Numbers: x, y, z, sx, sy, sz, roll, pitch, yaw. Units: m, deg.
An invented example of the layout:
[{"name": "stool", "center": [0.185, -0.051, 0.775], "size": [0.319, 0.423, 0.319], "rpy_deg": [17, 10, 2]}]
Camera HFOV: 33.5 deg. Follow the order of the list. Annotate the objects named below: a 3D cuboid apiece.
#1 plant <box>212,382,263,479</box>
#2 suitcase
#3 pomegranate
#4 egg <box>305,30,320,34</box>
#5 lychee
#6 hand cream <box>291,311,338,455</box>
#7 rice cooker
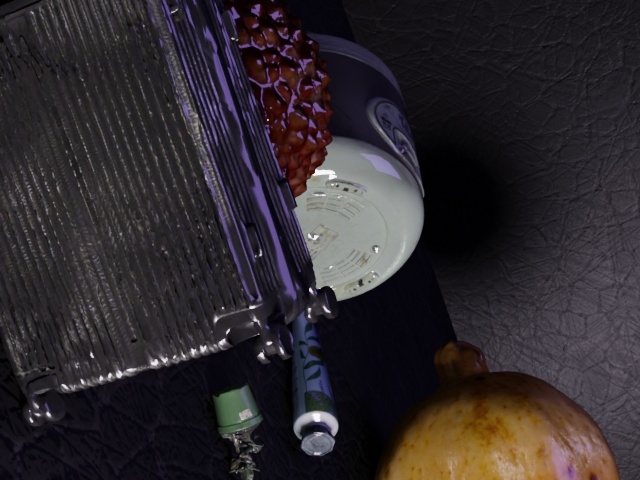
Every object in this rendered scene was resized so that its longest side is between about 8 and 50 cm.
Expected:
[{"name": "plant", "center": [-0.082, 0.206, 1.135], "size": [0.051, 0.051, 0.102], "rpy_deg": [-21, 96, -76]}, {"name": "suitcase", "center": [-0.155, -0.055, 0.814], "size": [0.152, 0.229, 0.335], "rpy_deg": [-34, 106, -72]}, {"name": "pomegranate", "center": [0.256, 0.348, 1.610], "size": [0.410, 0.410, 0.410], "rpy_deg": [-19, 90, -76]}, {"name": "egg", "center": [-0.036, -0.239, 1.644], "size": [0.231, 0.168, 0.168], "rpy_deg": [-36, 107, -71]}, {"name": "lychee", "center": [-0.117, -0.127, 1.014], "size": [0.300, 0.264, 0.264], "rpy_deg": [19, 54, -67]}, {"name": "hand cream", "center": [-0.014, 0.176, 1.437], "size": [0.271, 0.058, 0.091], "rpy_deg": [-98, 166, -55]}, {"name": "rice cooker", "center": [-0.013, -0.090, 1.322], "size": [0.277, 0.288, 0.288], "rpy_deg": [-94, 160, -45]}]
